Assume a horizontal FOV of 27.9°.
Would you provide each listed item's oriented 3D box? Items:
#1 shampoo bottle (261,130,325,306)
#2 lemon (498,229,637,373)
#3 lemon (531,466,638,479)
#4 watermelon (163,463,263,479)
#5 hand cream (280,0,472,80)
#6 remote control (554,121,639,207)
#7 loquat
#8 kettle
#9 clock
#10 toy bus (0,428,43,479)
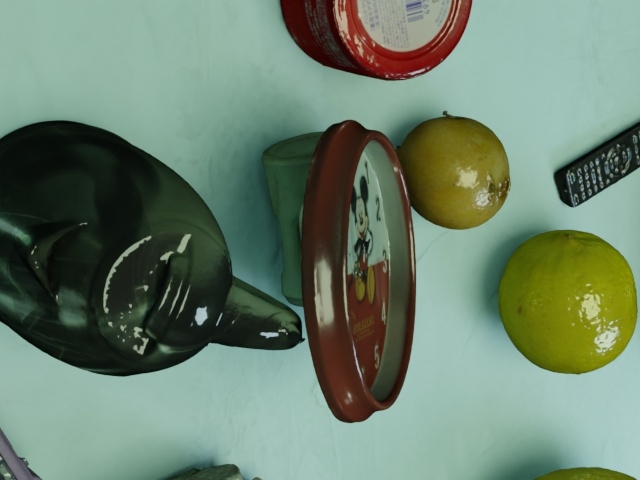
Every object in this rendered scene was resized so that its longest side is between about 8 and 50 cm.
[{"bbox_3d":[0.000,0.000,1.488,0.118,0.087,0.234,-26,117,-42],"label":"shampoo bottle"},{"bbox_3d":[0.316,0.083,1.648,0.178,0.178,0.203,-21,114,-24],"label":"lemon"},{"bbox_3d":[0.350,0.434,1.707,0.293,0.293,0.293,-8,107,-28],"label":"lemon"},{"bbox_3d":[-0.149,0.385,1.468,0.302,0.151,0.264,-32,116,-19],"label":"watermelon"},{"bbox_3d":[0.063,-0.275,1.432,0.193,0.125,0.193,-9,109,-26],"label":"hand cream"},{"bbox_3d":[0.417,-0.122,1.739,0.245,0.025,0.063,-29,117,-21],"label":"remote control"},{"bbox_3d":[0.158,-0.082,1.532,0.141,0.141,0.141,-8,107,-28],"label":"loquat"},{"bbox_3d":[-0.169,0.034,1.258,0.321,0.324,0.228,24,90,-33],"label":"kettle"},{"bbox_3d":[0.032,0.032,1.358,0.318,0.080,0.318,-2,90,-72],"label":"clock"},{"bbox_3d":[-0.377,0.211,1.322,0.108,0.096,0.199,-37,116,-22],"label":"toy bus"}]
